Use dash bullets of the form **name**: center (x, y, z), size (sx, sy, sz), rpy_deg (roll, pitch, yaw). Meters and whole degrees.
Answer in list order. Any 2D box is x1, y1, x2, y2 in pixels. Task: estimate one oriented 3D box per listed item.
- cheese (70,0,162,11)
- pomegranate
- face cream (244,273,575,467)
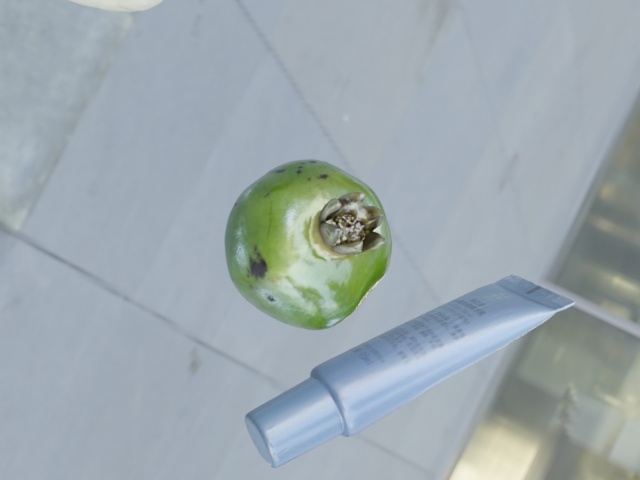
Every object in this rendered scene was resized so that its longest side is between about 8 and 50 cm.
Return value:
- **cheese**: center (-0.230, -0.296, 1.356), size (0.159, 0.263, 0.093), rpy_deg (108, 5, -58)
- **pomegranate**: center (-0.001, -0.002, 1.633), size (0.187, 0.187, 0.225), rpy_deg (-58, -164, -21)
- **face cream**: center (0.096, 0.138, 1.725), size (0.385, 0.135, 0.086), rpy_deg (-27, 112, -17)
